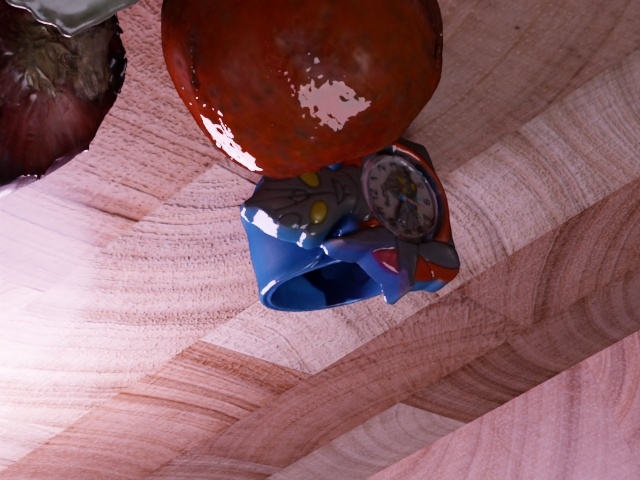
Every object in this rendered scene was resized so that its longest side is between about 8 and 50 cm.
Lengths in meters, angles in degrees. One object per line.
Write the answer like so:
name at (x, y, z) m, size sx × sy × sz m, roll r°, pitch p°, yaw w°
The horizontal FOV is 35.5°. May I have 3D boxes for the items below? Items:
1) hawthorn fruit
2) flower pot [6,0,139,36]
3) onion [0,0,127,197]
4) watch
hawthorn fruit at (-0.040, -0.210, 0.940) m, size 0.276 × 0.276 × 0.307 m, roll -29°, pitch 132°, yaw 14°
flower pot at (-0.193, -0.286, 0.708) m, size 0.239 × 0.189 × 0.209 m, roll 30°, pitch 102°, yaw -39°
onion at (-0.320, -0.166, 0.896) m, size 0.195 × 0.272 × 0.272 m, roll 11°, pitch 171°, yaw 39°
watch at (0.000, 0.000, 1.333) m, size 0.305 × 0.241 × 0.274 m, roll 1°, pitch 157°, yaw -32°
